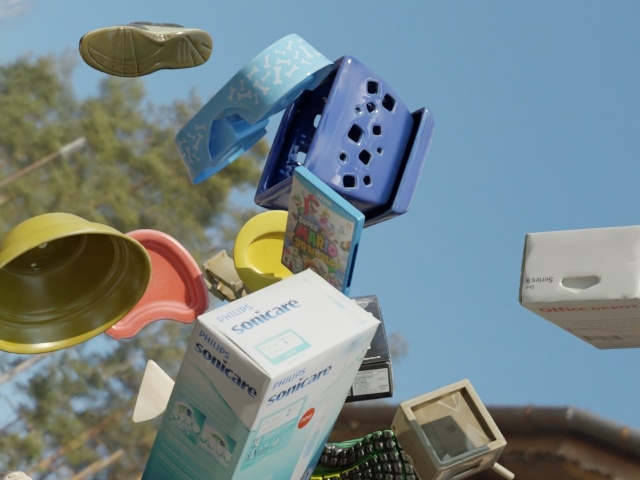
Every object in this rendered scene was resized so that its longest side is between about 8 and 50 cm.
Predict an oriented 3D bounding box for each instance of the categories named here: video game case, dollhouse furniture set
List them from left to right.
[{"bbox_3d":[-0.192,0.130,2.490,0.182,0.161,0.101,31,-31,46],"label":"dollhouse furniture set"},{"bbox_3d":[0.000,0.000,1.605,0.119,0.015,0.166,40,-40,29],"label":"video game case"}]

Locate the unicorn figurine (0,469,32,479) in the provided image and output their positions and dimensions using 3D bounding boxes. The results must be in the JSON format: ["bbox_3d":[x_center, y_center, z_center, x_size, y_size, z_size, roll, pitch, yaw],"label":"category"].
[{"bbox_3d":[-0.496,0.363,1.841,0.162,0.111,0.060,39,-11,18],"label":"unicorn figurine"}]

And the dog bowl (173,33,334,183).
[{"bbox_3d":[-0.107,-0.199,1.859,0.297,0.166,0.074,-39,-92,35],"label":"dog bowl"}]

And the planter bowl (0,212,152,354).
[{"bbox_3d":[-0.316,0.032,1.475,0.217,0.217,0.090,98,-31,-51],"label":"planter bowl"}]

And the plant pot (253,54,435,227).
[{"bbox_3d":[0.049,-0.146,2.128,0.212,0.235,0.236,24,-18,-18],"label":"plant pot"}]

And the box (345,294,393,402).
[{"bbox_3d":[-0.038,0.195,2.137,0.242,0.308,0.076,-96,179,-65],"label":"box"}]

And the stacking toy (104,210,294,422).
[{"bbox_3d":[-0.156,0.106,1.741,0.130,0.309,0.279,175,-89,-80],"label":"stacking toy"}]

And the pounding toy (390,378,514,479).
[{"bbox_3d":[0.190,0.279,1.729,0.130,0.141,0.100,60,-25,29],"label":"pounding toy"}]

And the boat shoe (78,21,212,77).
[{"bbox_3d":[-0.280,-0.303,1.958,0.073,0.224,0.080,29,-59,51],"label":"boat shoe"}]

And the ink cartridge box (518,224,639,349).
[{"bbox_3d":[0.349,0.058,1.449,0.154,0.093,0.212,-6,-20,38],"label":"ink cartridge box"}]

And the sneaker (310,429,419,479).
[{"bbox_3d":[0.102,0.424,2.358,0.344,0.146,0.134,-3,-99,33],"label":"sneaker"}]

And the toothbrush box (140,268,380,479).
[{"bbox_3d":[-0.078,0.206,1.522,0.126,0.216,0.295,36,-58,24],"label":"toothbrush box"}]
